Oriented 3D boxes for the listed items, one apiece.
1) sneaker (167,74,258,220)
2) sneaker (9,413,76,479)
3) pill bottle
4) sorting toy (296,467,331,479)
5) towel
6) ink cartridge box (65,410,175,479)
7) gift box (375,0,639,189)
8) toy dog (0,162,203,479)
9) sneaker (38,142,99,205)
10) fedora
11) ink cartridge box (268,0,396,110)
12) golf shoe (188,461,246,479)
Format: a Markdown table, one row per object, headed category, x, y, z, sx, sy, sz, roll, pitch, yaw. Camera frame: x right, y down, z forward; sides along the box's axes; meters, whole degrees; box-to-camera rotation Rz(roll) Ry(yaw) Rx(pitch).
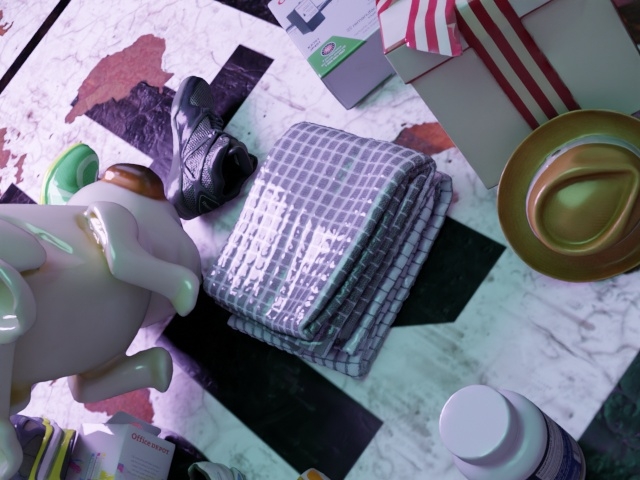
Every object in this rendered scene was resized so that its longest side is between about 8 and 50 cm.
| category | x | y | z | sx | sy | sz | roll | pitch | yaw |
| --- | --- | --- | --- | --- | --- | --- | --- | --- | --- |
| sneaker | -0.151 | -0.147 | 1.463 | 0.130 | 0.087 | 0.227 | -16 | 59 | 26 |
| sneaker | -0.412 | 0.267 | 1.331 | 0.300 | 0.121 | 0.111 | -22 | 46 | 60 |
| pill bottle | 0.180 | 0.197 | 0.958 | 0.094 | 0.169 | 0.094 | -18 | 54 | 27 |
| sorting toy | -0.002 | 0.305 | 1.121 | 0.075 | 0.045 | 0.083 | 25 | 79 | 23 |
| towel | 0.000 | 0.000 | 1.240 | 0.235 | 0.121 | 0.283 | 20 | 77 | 42 |
| ink cartridge box | -0.255 | 0.293 | 1.267 | 0.090 | 0.092 | 0.143 | -6 | 59 | 34 |
| gift box | 0.212 | -0.242 | 1.101 | 0.255 | 0.258 | 0.276 | -32 | 33 | 16 |
| toy dog | -0.330 | 0.060 | 1.283 | 0.396 | 0.408 | 0.284 | 20 | 117 | 30 |
| sneaker | -0.371 | -0.015 | 1.545 | 0.124 | 0.109 | 0.295 | -1 | 60 | 11 |
| fedora | 0.275 | -0.041 | 1.037 | 0.194 | 0.079 | 0.194 | 3 | 102 | 14 |
| ink cartridge box | 0.036 | -0.307 | 1.420 | 0.153 | 0.087 | 0.208 | -40 | 47 | 9 |
| golf shoe | -0.132 | 0.339 | 1.156 | 0.069 | 0.086 | 0.176 | -20 | 55 | 23 |
